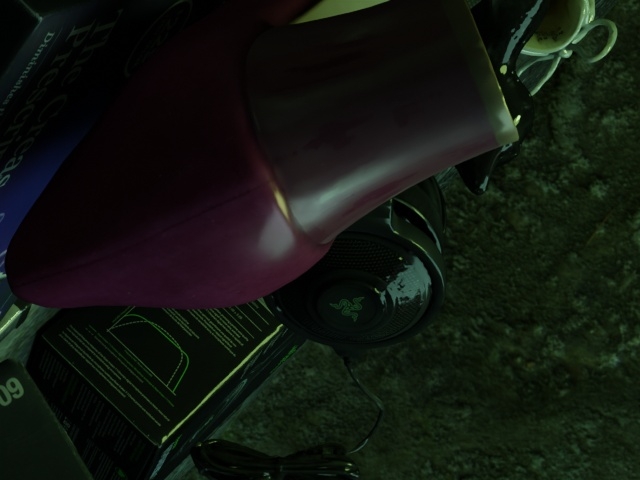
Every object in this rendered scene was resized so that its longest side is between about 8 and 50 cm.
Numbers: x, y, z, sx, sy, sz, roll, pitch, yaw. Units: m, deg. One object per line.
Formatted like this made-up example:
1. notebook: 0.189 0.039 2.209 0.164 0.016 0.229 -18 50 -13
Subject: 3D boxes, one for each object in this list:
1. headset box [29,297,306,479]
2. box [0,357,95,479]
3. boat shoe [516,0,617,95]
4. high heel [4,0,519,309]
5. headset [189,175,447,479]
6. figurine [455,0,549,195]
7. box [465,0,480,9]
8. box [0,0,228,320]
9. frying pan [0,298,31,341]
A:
1. headset box: -0.108 0.079 1.582 0.283 0.131 0.246 -44 173 -29
2. box: -0.146 0.217 0.912 0.165 0.270 0.143 -32 174 -12
3. boat shoe: 0.183 -0.204 1.640 0.136 0.156 0.367 -48 173 12
4. high heel: -0.027 -0.059 0.793 0.181 0.127 0.377 -22 -175 4
5. headset: 0.000 0.000 1.369 0.243 0.185 0.394 -76 168 -74
6. figurine: 0.107 -0.147 1.263 0.215 0.092 0.209 -88 -178 -80
7. box: -0.008 -0.115 1.131 0.191 0.045 0.184 -12 -156 46
8. box: -0.159 -0.039 0.743 0.261 0.103 0.184 -51 175 28
9. frying pan: -0.237 0.077 1.163 0.197 0.053 0.326 -50 169 31
